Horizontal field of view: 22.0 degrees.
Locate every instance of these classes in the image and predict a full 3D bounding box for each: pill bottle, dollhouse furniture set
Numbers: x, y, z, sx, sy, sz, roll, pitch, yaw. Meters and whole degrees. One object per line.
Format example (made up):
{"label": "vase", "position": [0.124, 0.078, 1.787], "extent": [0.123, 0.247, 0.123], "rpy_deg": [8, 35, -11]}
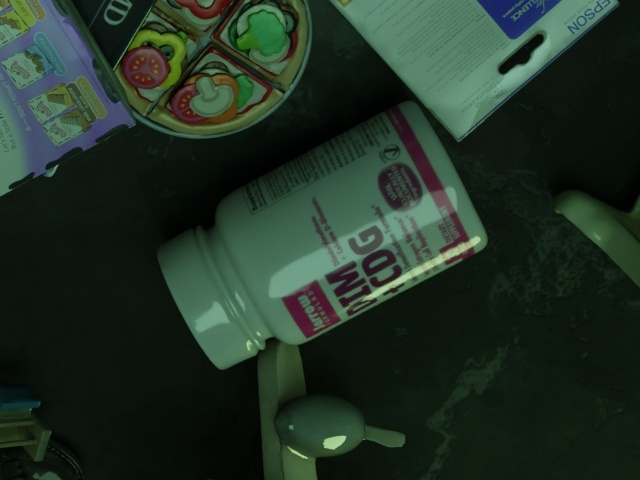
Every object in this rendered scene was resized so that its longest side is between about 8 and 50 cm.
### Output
{"label": "pill bottle", "position": [0.000, 0.000, 1.557], "extent": [0.283, 0.160, 0.160], "rpy_deg": [-28, 120, 3]}
{"label": "dollhouse furniture set", "position": [-0.360, 0.131, 1.583], "extent": [0.184, 0.129, 0.129], "rpy_deg": [0, 120, -41]}

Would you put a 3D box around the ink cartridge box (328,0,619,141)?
{"label": "ink cartridge box", "position": [0.139, -0.230, 1.534], "extent": [0.206, 0.045, 0.208], "rpy_deg": [-40, 118, 9]}

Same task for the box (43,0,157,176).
{"label": "box", "position": [-0.324, -0.283, 1.305], "extent": [0.396, 0.212, 0.293], "rpy_deg": [25, 109, -24]}

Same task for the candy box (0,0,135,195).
{"label": "candy box", "position": [-0.267, -0.119, 1.243], "extent": [0.196, 0.070, 0.164], "rpy_deg": [-28, 121, 2]}

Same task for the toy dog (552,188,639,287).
{"label": "toy dog", "position": [0.505, -0.057, 1.579], "extent": [0.395, 0.284, 0.408], "rpy_deg": [33, 104, -26]}

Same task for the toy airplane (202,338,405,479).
{"label": "toy airplane", "position": [-0.001, 0.337, 1.609], "extent": [0.273, 0.384, 0.386], "rpy_deg": [-7, 118, 2]}

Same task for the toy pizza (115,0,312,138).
{"label": "toy pizza", "position": [-0.105, -0.182, 1.510], "extent": [0.201, 0.032, 0.201], "rpy_deg": [-5, 118, -10]}

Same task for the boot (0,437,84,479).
{"label": "boot", "position": [-0.352, 0.273, 1.581], "extent": [0.263, 0.229, 0.091], "rpy_deg": [8, 115, -17]}
